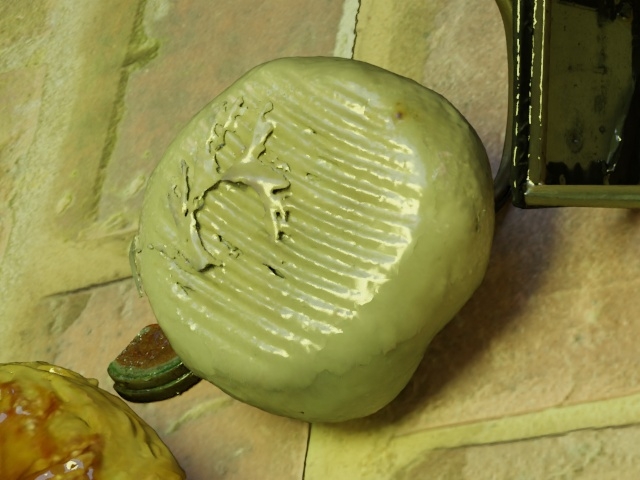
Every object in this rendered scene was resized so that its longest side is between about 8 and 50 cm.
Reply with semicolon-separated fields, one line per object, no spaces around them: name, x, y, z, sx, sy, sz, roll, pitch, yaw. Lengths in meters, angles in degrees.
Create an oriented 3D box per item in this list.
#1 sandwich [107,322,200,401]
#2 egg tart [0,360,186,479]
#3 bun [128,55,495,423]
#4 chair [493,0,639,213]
sandwich;-0.123;0.091;1.425;0.101;0.026;0.069;-11;49;27
egg tart;-0.279;0.267;1.213;0.443;0.178;0.443;-13;41;12
bun;-0.001;-0.005;1.306;0.273;0.168;0.273;-6;78;30
chair;0.193;-0.105;1.256;0.272;0.166;0.188;2;92;43
